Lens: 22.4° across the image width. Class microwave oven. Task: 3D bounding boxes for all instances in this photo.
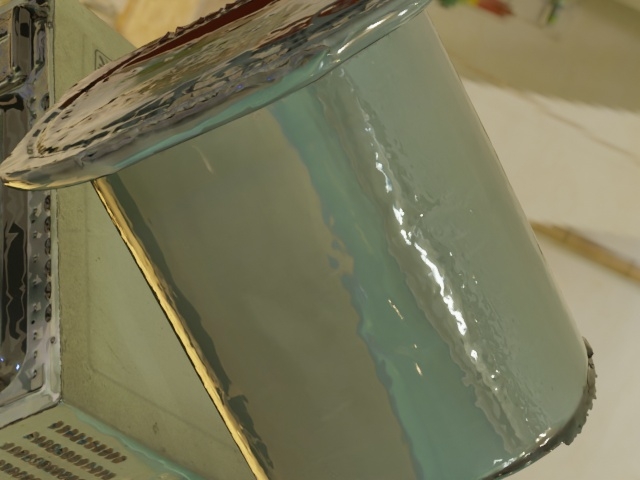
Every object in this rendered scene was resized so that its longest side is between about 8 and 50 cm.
[{"bbox_3d":[-0.214,0.053,1.349,0.247,0.394,0.333,-25,-39,25],"label":"microwave oven"}]

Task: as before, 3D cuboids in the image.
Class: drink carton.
[{"bbox_3d":[0.000,0.000,0.631,0.191,0.185,0.189,-80,149,-71],"label":"drink carton"}]
